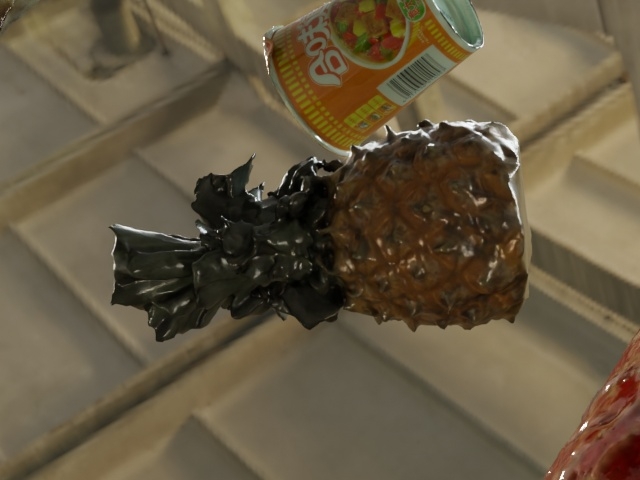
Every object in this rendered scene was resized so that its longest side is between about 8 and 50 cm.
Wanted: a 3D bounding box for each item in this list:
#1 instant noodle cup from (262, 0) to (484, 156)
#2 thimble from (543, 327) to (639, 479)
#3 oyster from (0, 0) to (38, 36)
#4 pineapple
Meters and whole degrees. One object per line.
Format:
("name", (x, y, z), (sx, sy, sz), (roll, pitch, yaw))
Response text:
("instant noodle cup", (0.061, -0.202, 1.349), (0.185, 0.168, 0.168), (-31, -156, 26))
("thimble", (0.309, 0.197, 0.788), (0.350, 0.350, 0.230), (7, -140, 39))
("oyster", (-0.256, -0.092, 0.673), (0.166, 0.110, 0.341), (12, -129, 45))
("pineapple", (0.000, 0.001, 0.768), (0.248, 0.128, 0.128), (-8, -148, 13))
